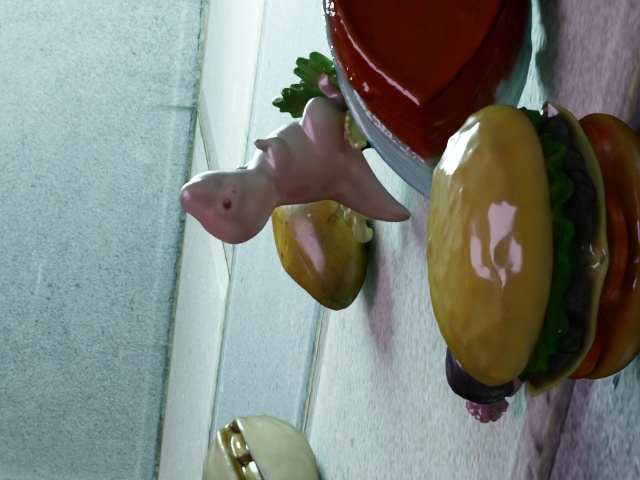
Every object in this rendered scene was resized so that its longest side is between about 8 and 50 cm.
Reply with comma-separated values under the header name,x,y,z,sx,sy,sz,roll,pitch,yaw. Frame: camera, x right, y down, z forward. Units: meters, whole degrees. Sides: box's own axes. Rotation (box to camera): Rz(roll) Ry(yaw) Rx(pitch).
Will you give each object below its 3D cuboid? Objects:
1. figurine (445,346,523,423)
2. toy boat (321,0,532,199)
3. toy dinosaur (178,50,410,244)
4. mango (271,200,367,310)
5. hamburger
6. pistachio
name,x,y,z,sx,sy,sz,roll,pitch,yaw
figurine,0.107,0.054,1.012,0.072,0.054,0.129,103,168,-56
toy boat,0.074,-0.186,1.050,0.133,0.145,0.332,65,-158,-61
toy dinosaur,-0.007,-0.065,1.299,0.152,0.194,0.177,-36,34,58
mango,0.000,-0.007,1.471,0.165,0.089,0.115,-119,32,-64
hamburger,0.119,0.004,0.805,0.162,0.115,0.162,-179,90,-81
pistachio,-0.058,0.269,1.619,0.152,0.126,0.223,61,178,-26
